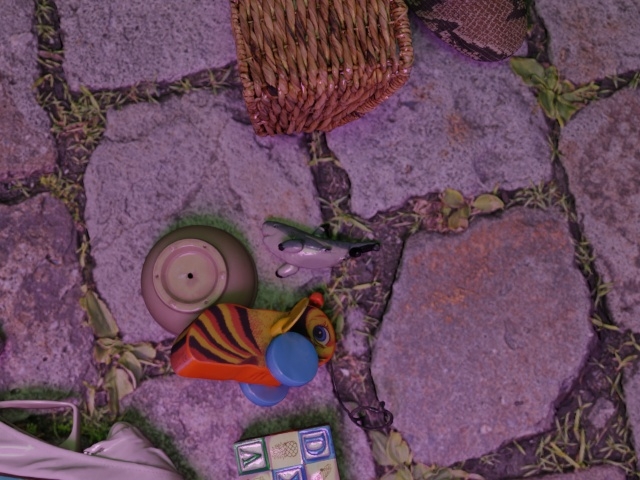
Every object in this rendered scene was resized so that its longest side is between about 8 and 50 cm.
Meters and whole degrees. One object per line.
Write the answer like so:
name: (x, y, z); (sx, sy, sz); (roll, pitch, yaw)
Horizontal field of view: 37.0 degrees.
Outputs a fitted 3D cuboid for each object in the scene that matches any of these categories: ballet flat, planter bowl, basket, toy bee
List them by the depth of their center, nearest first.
ballet flat: (-0.312, 0.282, 1.244); (0.400, 0.139, 0.139); (14, 82, 5)
toy bee: (-0.052, 0.138, 1.259); (0.195, 0.298, 0.162); (-22, 49, 30)
basket: (-0.005, -0.301, 1.273); (0.223, 0.213, 0.299); (-11, 77, 0)
planter bowl: (-0.168, 0.052, 1.278); (0.162, 0.109, 0.162); (0, 83, 0)
ballet flat: (0.132, -0.467, 1.314); (0.164, 0.182, 0.483); (-31, 83, -5)

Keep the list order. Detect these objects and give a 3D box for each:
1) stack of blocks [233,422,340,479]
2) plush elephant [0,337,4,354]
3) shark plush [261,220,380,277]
stack of blocks: (-0.042, 0.400, 1.238); (0.171, 0.087, 0.297); (-11, 82, -1)
plush elephant: (-0.611, 0.111, 1.197); (0.272, 0.255, 0.330); (-38, 83, -5)
shark plush: (0.000, 0.000, 1.315); (0.161, 0.073, 0.067); (-5, 52, 4)
